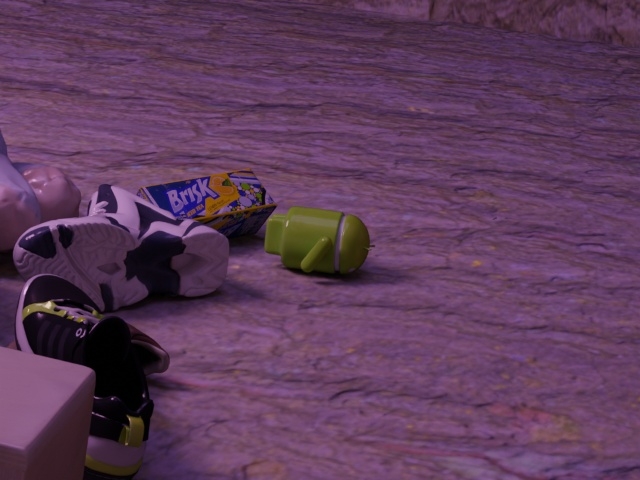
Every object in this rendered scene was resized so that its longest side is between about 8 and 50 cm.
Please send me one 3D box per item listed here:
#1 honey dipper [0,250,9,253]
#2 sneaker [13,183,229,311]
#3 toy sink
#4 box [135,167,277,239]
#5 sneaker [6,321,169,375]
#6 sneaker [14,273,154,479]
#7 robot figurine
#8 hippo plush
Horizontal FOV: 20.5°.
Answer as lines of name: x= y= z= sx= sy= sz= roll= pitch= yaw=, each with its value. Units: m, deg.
honey dipper: x=-0.273 y=-0.005 z=1.891 sx=0.160 sy=0.030 sz=0.030 roll=-9 pitch=22 yaw=-31
sneaker: x=-0.223 y=0.002 z=1.765 sx=0.235 sy=0.094 sz=0.153 roll=-8 pitch=20 yaw=-37
toy sink: x=-0.290 y=0.146 z=1.200 sx=0.234 sy=0.131 sz=0.153 roll=12 pitch=17 yaw=6
box: x=-0.132 y=-0.032 z=1.938 sx=0.169 sy=0.054 sz=0.059 roll=-12 pitch=58 yaw=-46
sneaker: x=-0.198 y=0.105 z=1.474 sx=0.071 sy=0.066 sz=0.188 roll=15 pitch=20 yaw=26
sneaker: x=-0.171 y=0.089 z=1.377 sx=0.084 sy=0.097 sz=0.235 roll=9 pitch=33 yaw=-32
robot figurine: x=0.000 y=0.000 z=1.883 sx=0.115 sy=0.067 sz=0.101 roll=8 pitch=9 yaw=8
hippo plush: x=-0.370 y=-0.125 z=1.846 sx=0.234 sy=0.237 sz=0.294 roll=2 pitch=15 yaw=19
